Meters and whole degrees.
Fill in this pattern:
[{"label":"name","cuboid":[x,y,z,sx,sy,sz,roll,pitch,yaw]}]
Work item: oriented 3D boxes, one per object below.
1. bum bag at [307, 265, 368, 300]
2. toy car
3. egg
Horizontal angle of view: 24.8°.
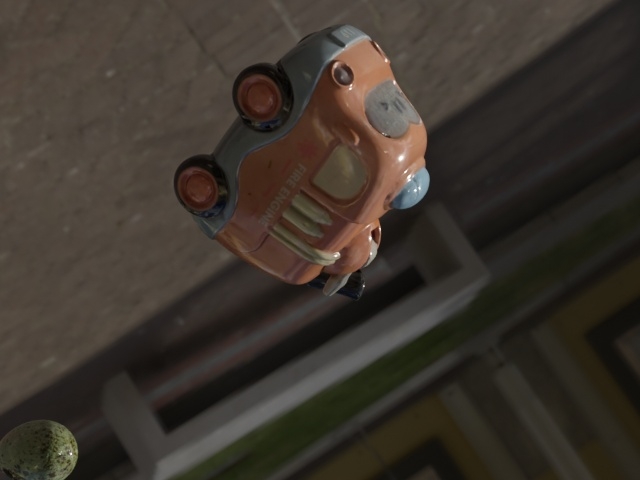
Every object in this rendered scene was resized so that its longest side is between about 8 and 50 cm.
[{"label":"bum bag","cuboid":[0.000,0.000,1.829,0.248,0.123,0.060,-87,-159,-72]},{"label":"toy car","cuboid":[-0.001,-0.079,1.513,0.270,0.212,0.180,-53,174,29]},{"label":"egg","cuboid":[-0.358,0.269,1.830,0.110,0.085,0.085,-9,173,14]}]
